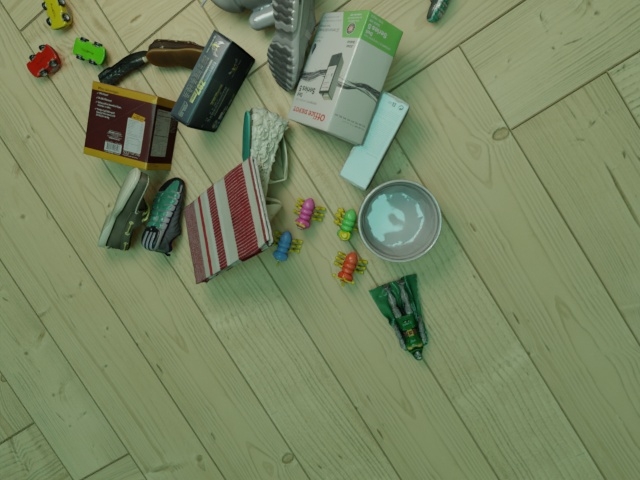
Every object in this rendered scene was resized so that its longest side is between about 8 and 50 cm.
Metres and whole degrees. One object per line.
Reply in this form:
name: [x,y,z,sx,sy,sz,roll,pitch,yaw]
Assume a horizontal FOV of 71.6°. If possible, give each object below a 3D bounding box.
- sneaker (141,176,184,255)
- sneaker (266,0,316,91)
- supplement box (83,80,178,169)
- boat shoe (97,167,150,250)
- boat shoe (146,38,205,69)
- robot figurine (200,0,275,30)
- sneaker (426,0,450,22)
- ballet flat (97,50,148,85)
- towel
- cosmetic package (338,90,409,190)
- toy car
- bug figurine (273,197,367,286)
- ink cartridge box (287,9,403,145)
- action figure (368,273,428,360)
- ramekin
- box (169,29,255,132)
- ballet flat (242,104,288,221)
sneaker: [-0.435,-0.068,1.281,0.083,0.098,0.224,15,79,28]
sneaker: [-0.053,-0.492,1.084,0.105,0.115,0.281,45,148,19]
supplement box: [-0.514,-0.310,1.219,0.191,0.129,0.194,15,101,7]
boat shoe: [-0.532,-0.079,1.239,0.091,0.109,0.305,21,130,-29]
boat shoe: [-0.361,-0.506,1.193,0.207,0.073,0.073,10,60,2]
robot figurine: [-0.150,-0.675,1.064,0.353,0.200,0.300,-10,108,11]
sneaker: [0.284,-0.616,1.079,0.076,0.065,0.166,23,99,22]
ballet flat: [-0.545,-0.482,1.247,0.173,0.057,0.049,-22,135,13]
towel: [-0.247,-0.044,1.159,0.329,0.037,0.237,-27,70,39]
cosmetic package: [0.136,-0.247,1.126,0.085,0.117,0.231,30,101,4]
toy car: [-0.696,-0.548,1.253,0.225,0.053,0.239,23,102,5]
bug figurine: [0.000,0.000,1.209,0.279,0.072,0.216,17,101,7]
ink cartridge box: [0.051,-0.390,1.069,0.115,0.198,0.273,12,104,-37]
action figure: [0.235,0.222,1.212,0.137,0.063,0.232,-20,98,9]
ramekin: [0.194,-0.052,1.136,0.207,0.109,0.207,0,96,0]
box: [-0.271,-0.396,1.137,0.059,0.183,0.233,33,102,4]
ballet flat: [-0.156,-0.147,1.190,0.147,0.147,0.409,11,101,8]
